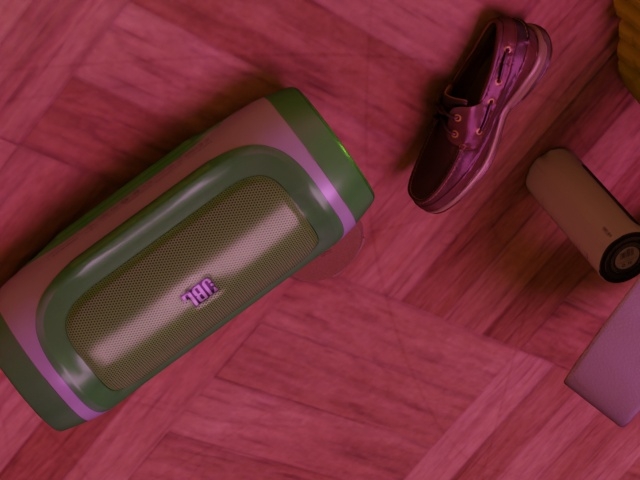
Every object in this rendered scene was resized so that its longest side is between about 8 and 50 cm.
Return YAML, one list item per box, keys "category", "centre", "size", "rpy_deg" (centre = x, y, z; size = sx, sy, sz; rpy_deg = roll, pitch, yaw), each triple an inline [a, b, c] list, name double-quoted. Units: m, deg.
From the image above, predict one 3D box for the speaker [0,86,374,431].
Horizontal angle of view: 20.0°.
- category: "speaker"
  centre: [-0.108, 0.013, 1.364]
  size: [0.296, 0.131, 0.131]
  rpy_deg: [-37, 141, -2]

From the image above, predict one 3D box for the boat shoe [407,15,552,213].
- category: "boat shoe"
  centre: [0.117, -0.105, 1.474]
  size: [0.060, 0.064, 0.178]
  rpy_deg: [17, 110, -40]

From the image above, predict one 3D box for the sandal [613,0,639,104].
- category: "sandal"
  centre: [0.307, -0.220, 1.468]
  size: [0.138, 0.126, 0.317]
  rpy_deg: [-36, 150, -8]

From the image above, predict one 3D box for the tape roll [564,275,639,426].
- category: "tape roll"
  centre: [0.357, -0.006, 1.595]
  size: [0.392, 0.072, 0.392]
  rpy_deg: [-50, 170, -11]

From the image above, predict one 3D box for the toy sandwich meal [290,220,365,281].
- category: "toy sandwich meal"
  centre: [0.000, 0.000, 1.513]
  size: [0.085, 0.029, 0.085]
  rpy_deg: [-17, 135, -18]

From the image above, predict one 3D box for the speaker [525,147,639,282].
- category: "speaker"
  centre: [0.232, -0.023, 1.579]
  size: [0.055, 0.136, 0.055]
  rpy_deg: [-14, 130, -18]
